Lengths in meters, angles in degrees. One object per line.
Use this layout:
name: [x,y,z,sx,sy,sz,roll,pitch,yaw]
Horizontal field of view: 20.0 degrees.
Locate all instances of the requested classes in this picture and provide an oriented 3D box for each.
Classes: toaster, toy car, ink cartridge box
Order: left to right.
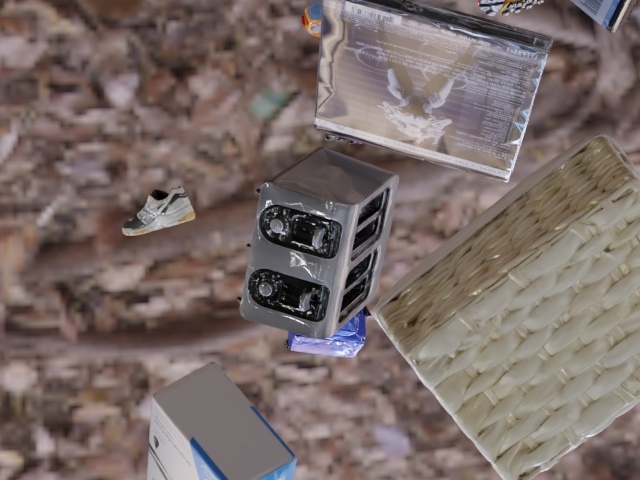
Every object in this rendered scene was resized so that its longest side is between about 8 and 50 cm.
ink cartridge box: [-0.107,0.250,1.894,0.086,0.148,0.203,-28,147,-28]
toy car: [-0.003,-0.263,1.854,0.040,0.122,0.060,-5,172,-8]
toaster: [0.000,0.000,1.984,0.110,0.185,0.168,19,114,17]

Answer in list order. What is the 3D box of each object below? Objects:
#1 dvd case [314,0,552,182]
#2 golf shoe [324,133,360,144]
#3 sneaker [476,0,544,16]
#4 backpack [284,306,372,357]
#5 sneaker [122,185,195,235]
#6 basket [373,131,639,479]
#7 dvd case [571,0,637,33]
dvd case: [0.078,-0.116,1.364,0.164,0.018,0.221,16,157,5]
golf shoe: [0.069,-0.173,2.086,0.077,0.094,0.198,5,-154,42]
sneaker: [0.243,-0.300,1.753,0.225,0.093,0.088,-20,162,-7]
backpack: [0.017,0.072,2.227,0.098,0.120,0.101,10,155,-12]
sneaker: [-0.150,-0.028,1.655,0.083,0.037,0.032,-16,-177,35]
basket: [0.127,0.039,0.973,0.167,0.103,0.113,-38,104,6]
dvd case: [0.143,-0.273,1.335,0.022,0.253,0.180,-45,170,-15]
